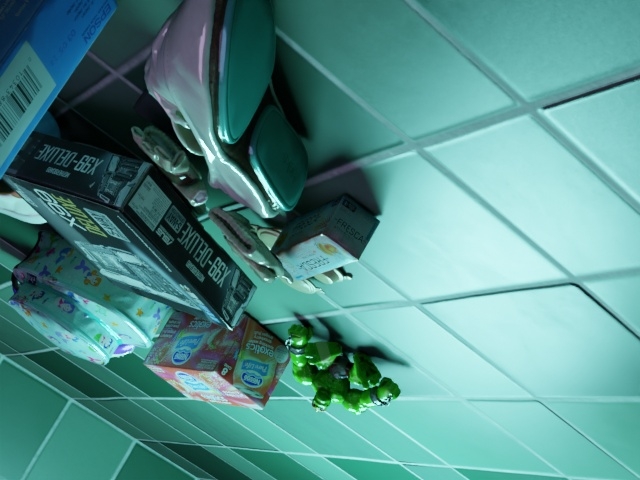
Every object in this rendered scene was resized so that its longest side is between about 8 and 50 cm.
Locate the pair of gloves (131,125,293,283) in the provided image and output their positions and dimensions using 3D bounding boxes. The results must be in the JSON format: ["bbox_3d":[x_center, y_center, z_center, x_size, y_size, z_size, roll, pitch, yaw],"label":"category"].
[{"bbox_3d":[-0.132,-0.044,1.368,0.240,0.042,0.204,44,174,20],"label":"pair of gloves"}]

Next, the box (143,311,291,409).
[{"bbox_3d":[-0.187,0.212,2.003,0.128,0.122,0.257,42,154,-28],"label":"box"}]

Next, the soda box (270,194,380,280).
[{"bbox_3d":[0.000,0.000,1.399,0.058,0.063,0.183,36,158,-15],"label":"soda box"}]

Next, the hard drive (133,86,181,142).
[{"bbox_3d":[-0.163,-0.155,1.312,0.094,0.022,0.135,34,157,-12],"label":"hard drive"}]

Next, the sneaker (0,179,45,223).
[{"bbox_3d":[-0.555,-0.111,1.788,0.290,0.105,0.123,8,149,18],"label":"sneaker"}]

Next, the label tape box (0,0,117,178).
[{"bbox_3d":[-0.419,-0.231,1.168,0.334,0.240,0.106,21,158,21],"label":"label tape box"}]

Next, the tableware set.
[{"bbox_3d":[-0.043,0.026,1.567,0.169,0.020,0.141,39,157,-24],"label":"tableware set"}]

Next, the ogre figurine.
[{"bbox_3d":[0.028,0.221,1.819,0.197,0.096,0.118,15,140,-4],"label":"ogre figurine"}]

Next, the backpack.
[{"bbox_3d":[-0.398,0.103,1.956,0.254,0.191,0.225,6,148,34],"label":"backpack"}]

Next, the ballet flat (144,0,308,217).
[{"bbox_3d":[-0.106,-0.142,1.121,0.139,0.139,0.400,22,160,17],"label":"ballet flat"}]

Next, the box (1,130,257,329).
[{"bbox_3d":[-0.255,-0.013,1.497,0.242,0.076,0.307,17,157,33],"label":"box"}]

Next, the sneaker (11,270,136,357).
[{"bbox_3d":[-0.495,0.133,2.230,0.293,0.102,0.146,27,157,5],"label":"sneaker"}]

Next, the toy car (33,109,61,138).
[{"bbox_3d":[-0.512,-0.189,1.499,0.210,0.219,0.238,5,119,47],"label":"toy car"}]

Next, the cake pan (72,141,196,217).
[{"bbox_3d":[-0.301,-0.049,1.667,0.293,0.054,0.293,24,157,11],"label":"cake pan"}]
